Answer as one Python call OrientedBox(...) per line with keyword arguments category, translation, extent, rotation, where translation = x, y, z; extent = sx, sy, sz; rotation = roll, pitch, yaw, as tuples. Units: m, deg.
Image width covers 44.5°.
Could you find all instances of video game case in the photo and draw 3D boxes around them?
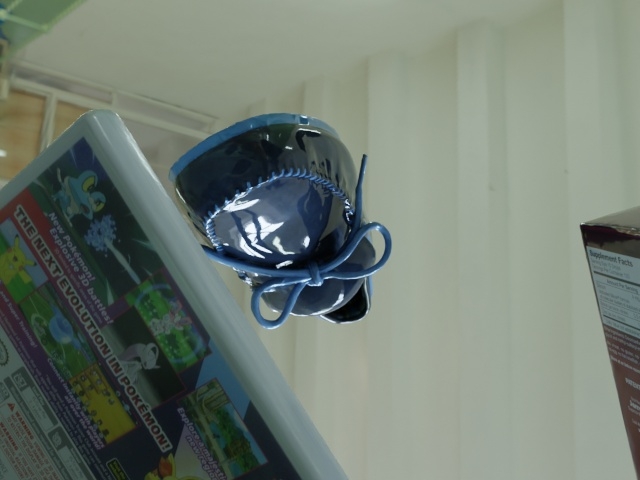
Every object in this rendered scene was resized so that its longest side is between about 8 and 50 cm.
OrientedBox(category="video game case", translation=(-0.104, 0.074, 0.357), extent=(0.183, 0.023, 0.201), rotation=(-33, -92, 27))

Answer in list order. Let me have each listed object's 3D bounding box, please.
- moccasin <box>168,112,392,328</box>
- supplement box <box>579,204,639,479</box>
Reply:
OrientedBox(category="moccasin", translation=(0.000, 0.000, 0.614), extent=(0.138, 0.342, 0.116), rotation=(-26, -106, 12))
OrientedBox(category="supplement box", translation=(0.226, 0.068, 0.432), extent=(0.081, 0.104, 0.188), rotation=(-146, -140, -81))
